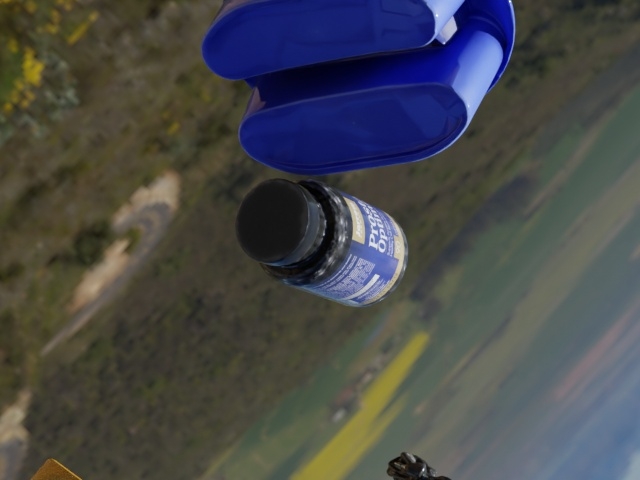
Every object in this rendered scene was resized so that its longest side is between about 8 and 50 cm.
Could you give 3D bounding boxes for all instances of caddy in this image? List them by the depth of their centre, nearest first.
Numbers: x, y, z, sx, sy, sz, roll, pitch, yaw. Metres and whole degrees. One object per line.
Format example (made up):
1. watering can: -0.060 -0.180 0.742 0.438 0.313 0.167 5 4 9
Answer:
1. caddy: 0.039 -0.214 1.723 0.241 0.341 0.179 67 30 -30

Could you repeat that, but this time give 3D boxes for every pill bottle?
1. pill bottle: 0.000 0.000 1.782 0.123 0.123 0.219 -50 151 11

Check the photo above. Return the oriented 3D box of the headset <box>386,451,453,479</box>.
1. headset: 0.002 0.387 1.561 0.394 0.243 0.185 -59 -153 -4

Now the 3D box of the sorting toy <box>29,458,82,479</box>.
1. sorting toy: -0.314 0.323 1.306 0.347 0.196 0.047 -62 158 -25
